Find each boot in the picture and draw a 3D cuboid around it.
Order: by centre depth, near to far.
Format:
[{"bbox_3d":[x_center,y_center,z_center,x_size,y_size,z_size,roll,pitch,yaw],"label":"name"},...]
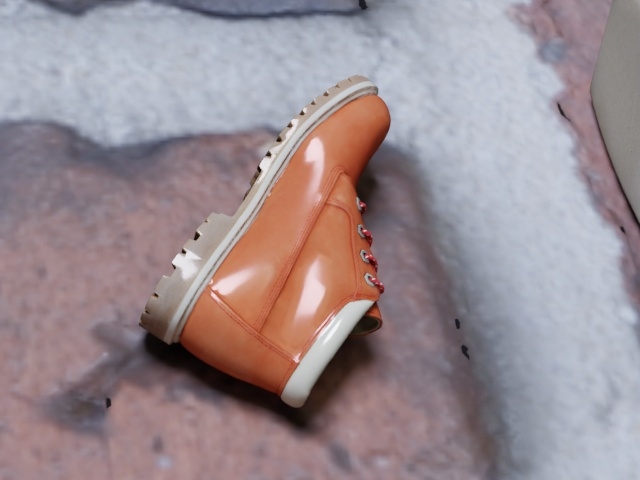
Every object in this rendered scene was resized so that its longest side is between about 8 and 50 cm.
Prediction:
[{"bbox_3d":[0.000,0.000,0.823,0.085,0.059,0.158,32,60,6],"label":"boot"}]

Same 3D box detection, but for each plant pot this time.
[{"bbox_3d":[0.186,-0.075,0.900,0.109,0.109,0.096,-13,46,-23],"label":"plant pot"}]
